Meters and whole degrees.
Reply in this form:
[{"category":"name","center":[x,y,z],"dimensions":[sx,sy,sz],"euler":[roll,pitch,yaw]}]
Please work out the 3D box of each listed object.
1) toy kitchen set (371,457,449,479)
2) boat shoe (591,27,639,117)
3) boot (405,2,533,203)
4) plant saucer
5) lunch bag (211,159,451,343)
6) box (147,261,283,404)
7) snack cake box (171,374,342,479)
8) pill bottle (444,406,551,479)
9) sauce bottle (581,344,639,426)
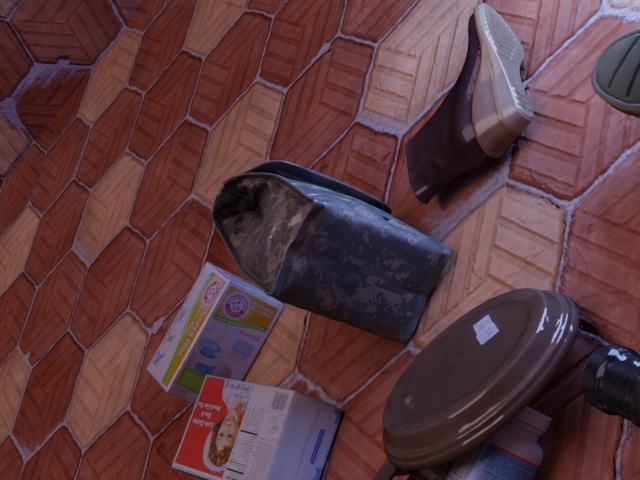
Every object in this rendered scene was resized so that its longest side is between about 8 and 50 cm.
[{"category":"toy kitchen set","center":[0.103,0.293,1.465],"dimensions":[0.075,0.083,0.068],"euler":[-49,-13,-35]},{"category":"boat shoe","center":[0.419,-0.164,1.340],"dimensions":[0.302,0.103,0.113],"euler":[19,82,59]},{"category":"boot","center":[0.188,-0.194,1.734],"dimensions":[0.207,0.090,0.248],"euler":[-37,42,33]},{"category":"plant saucer","center":[0.171,0.147,1.420],"dimensions":[0.278,0.041,0.278],"euler":[-40,11,10]},{"category":"lunch bag","center":[0.000,0.000,1.722],"dimensions":[0.287,0.235,0.169],"euler":[35,101,59]},{"category":"box","center":[-0.167,0.154,1.977],"dimensions":[0.203,0.114,0.103],"euler":[-60,30,1]},{"category":"snack cake box","center":[-0.096,0.285,1.784],"dimensions":[0.264,0.089,0.152],"euler":[0,68,57]},{"category":"pill bottle","center":[0.189,0.253,1.371],"dimensions":[0.087,0.087,0.160],"euler":[22,84,60]},{"category":"sauce bottle","center":[0.370,0.171,1.134],"dimensions":[0.344,0.111,0.111],"euler":[23,85,59]}]
